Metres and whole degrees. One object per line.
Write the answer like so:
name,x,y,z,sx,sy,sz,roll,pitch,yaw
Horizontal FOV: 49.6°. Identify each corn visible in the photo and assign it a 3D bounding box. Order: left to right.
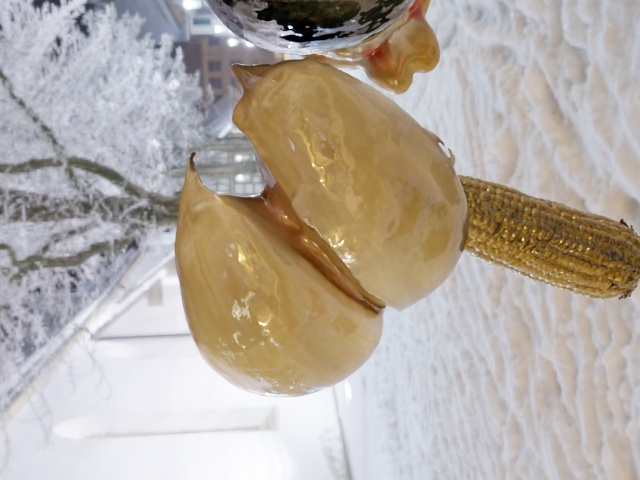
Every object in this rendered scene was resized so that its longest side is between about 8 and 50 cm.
corn,0.280,0.000,0.887,0.115,0.318,0.115,-164,90,-78

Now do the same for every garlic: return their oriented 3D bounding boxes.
garlic,0.000,0.000,0.669,0.313,0.286,0.249,59,-169,-60

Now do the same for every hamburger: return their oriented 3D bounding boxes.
hamburger,0.051,-0.363,0.991,0.303,0.261,0.186,44,-178,19

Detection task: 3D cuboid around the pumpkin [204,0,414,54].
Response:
pumpkin,-0.017,-0.336,0.637,0.323,0.241,0.323,174,90,-86
